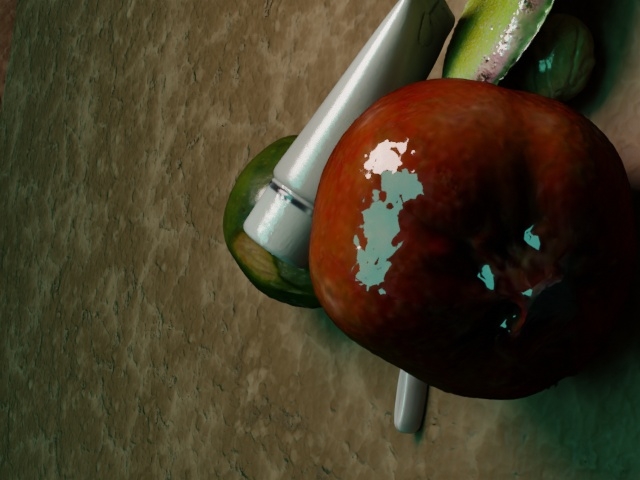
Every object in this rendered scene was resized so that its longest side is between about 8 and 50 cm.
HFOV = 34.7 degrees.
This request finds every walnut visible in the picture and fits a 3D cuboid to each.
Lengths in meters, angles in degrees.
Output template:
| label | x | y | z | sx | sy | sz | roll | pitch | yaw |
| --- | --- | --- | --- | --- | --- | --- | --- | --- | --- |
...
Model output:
| label | x | y | z | sx | sy | sz | roll | pitch | yaw |
| --- | --- | --- | --- | --- | --- | --- | --- | --- | --- |
| walnut | 0.222 | -0.172 | 0.979 | 0.092 | 0.092 | 0.092 | -17 | 69 | 51 |

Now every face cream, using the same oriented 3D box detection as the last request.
| label | x | y | z | sx | sy | sz | roll | pitch | yaw |
| --- | --- | --- | --- | --- | --- | --- | --- | --- | --- |
| face cream | 0.038 | -0.117 | 1.046 | 0.089 | 0.143 | 0.314 | 37 | 94 | 23 |

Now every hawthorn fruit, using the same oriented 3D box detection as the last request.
| label | x | y | z | sx | sy | sz | roll | pitch | yaw |
| --- | --- | --- | --- | --- | --- | --- | --- | --- | --- |
| hawthorn fruit | 0.123 | -0.014 | 0.905 | 0.311 | 0.295 | 0.295 | 50 | 122 | 41 |

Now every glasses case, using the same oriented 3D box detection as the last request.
| label | x | y | z | sx | sy | sz | roll | pitch | yaw |
| --- | --- | --- | --- | --- | --- | --- | --- | --- | --- |
| glasses case | 0.098 | 0.167 | 1.109 | 0.021 | 0.032 | 0.083 | 4 | 87 | 57 |

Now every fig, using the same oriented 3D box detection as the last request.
| label | x | y | z | sx | sy | sz | roll | pitch | yaw |
| --- | --- | --- | --- | --- | --- | --- | --- | --- | --- |
| fig | 0.000 | 0.000 | 1.189 | 0.245 | 0.195 | 0.195 | 41 | 120 | 13 |

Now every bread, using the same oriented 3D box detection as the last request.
| label | x | y | z | sx | sy | sz | roll | pitch | yaw |
| --- | --- | --- | --- | --- | --- | --- | --- | --- | --- |
| bread | 0.180 | -0.236 | 1.009 | 0.229 | 0.033 | 0.228 | -58 | 12 | 21 |
